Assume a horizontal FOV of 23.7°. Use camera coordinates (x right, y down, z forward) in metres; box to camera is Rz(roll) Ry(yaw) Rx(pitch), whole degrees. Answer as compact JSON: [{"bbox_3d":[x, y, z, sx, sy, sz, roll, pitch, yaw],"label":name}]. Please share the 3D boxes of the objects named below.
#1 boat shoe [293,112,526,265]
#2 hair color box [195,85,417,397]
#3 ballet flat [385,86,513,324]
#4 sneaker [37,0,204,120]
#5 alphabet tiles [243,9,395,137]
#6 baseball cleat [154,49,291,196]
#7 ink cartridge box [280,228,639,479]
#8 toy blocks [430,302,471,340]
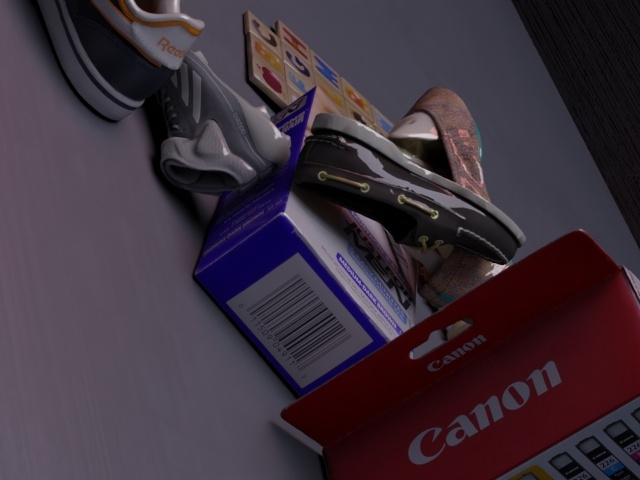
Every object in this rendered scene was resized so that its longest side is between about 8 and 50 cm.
[{"bbox_3d":[0.078,-0.029,1.347,0.228,0.068,0.081,29,-15,-19],"label":"boat shoe"},{"bbox_3d":[0.000,0.000,1.446,0.185,0.110,0.339,50,17,-17],"label":"hair color box"},{"bbox_3d":[0.109,-0.054,1.499,0.106,0.107,0.316,14,37,-26],"label":"ballet flat"},{"bbox_3d":[-0.204,-0.269,1.358,0.321,0.127,0.126,60,20,17],"label":"sneaker"},{"bbox_3d":[0.034,-0.132,1.846,0.342,0.011,0.285,40,23,-26],"label":"alphabet tiles"},{"bbox_3d":[-0.123,-0.114,1.381,0.206,0.109,0.072,36,-28,32],"label":"baseball cleat"},{"bbox_3d":[0.167,0.172,1.249,0.272,0.309,0.130,40,24,-38],"label":"ink cartridge box"},{"bbox_3d":[0.165,0.057,1.851,0.123,0.054,0.148,26,33,-54],"label":"toy blocks"}]
